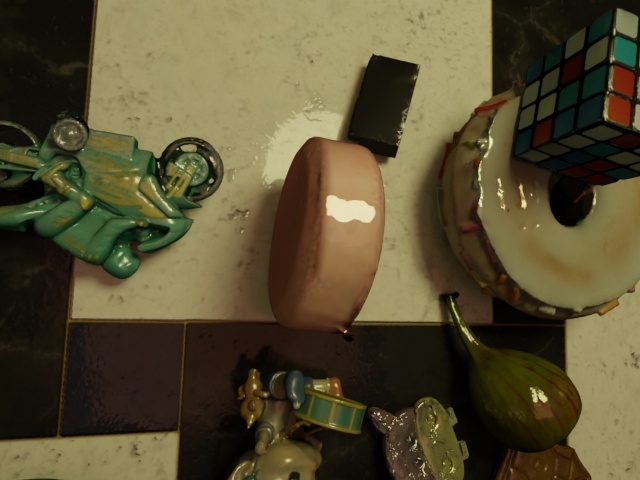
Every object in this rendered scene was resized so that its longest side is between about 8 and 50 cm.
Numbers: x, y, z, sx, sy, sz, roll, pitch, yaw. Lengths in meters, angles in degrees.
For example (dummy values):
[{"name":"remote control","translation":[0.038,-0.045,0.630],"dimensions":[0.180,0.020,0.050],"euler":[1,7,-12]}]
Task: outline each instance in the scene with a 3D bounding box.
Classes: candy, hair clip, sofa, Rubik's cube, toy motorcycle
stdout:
[{"name":"candy","translation":[0.000,0.000,0.575],"dimensions":[0.094,0.255,0.255],"euler":[9,83,-15]},{"name":"hair clip","translation":[0.159,0.331,0.692],"dimensions":[0.146,0.056,0.187],"euler":[-12,86,-23]},{"name":"sofa","translation":[0.099,-0.213,0.727],"dimensions":[0.085,0.060,0.147],"euler":[15,81,3]},{"name":"Rubik's cube","translation":[0.374,-0.174,0.598],"dimensions":[0.155,0.154,0.151],"euler":[14,80,-14]},{"name":"toy motorcycle","translation":[-0.283,-0.053,0.585],"dimensions":[0.296,0.109,0.198],"euler":[8,93,-17]}]

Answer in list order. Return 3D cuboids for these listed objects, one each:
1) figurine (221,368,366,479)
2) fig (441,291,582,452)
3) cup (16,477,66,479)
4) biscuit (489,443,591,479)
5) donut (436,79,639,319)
[{"name":"figurine","translation":[-0.046,0.305,0.582],"dimensions":[0.161,0.158,0.275],"euler":[29,72,-52]},{"name":"fig","translation":[0.276,0.192,0.693],"dimensions":[0.151,0.151,0.259],"euler":[-35,91,-16]},{"name":"cup","translation":[-0.263,0.441,0.399],"dimensions":[0.401,0.392,0.310],"euler":[0,91,-21]},{"name":"biscuit","translation":[0.376,0.421,0.753],"dimensions":[0.215,0.034,0.182],"euler":[29,79,-11]},{"name":"donut","translation":[0.355,-0.062,0.733],"dimensions":[0.383,0.142,0.382],"euler":[2,84,-16]}]
